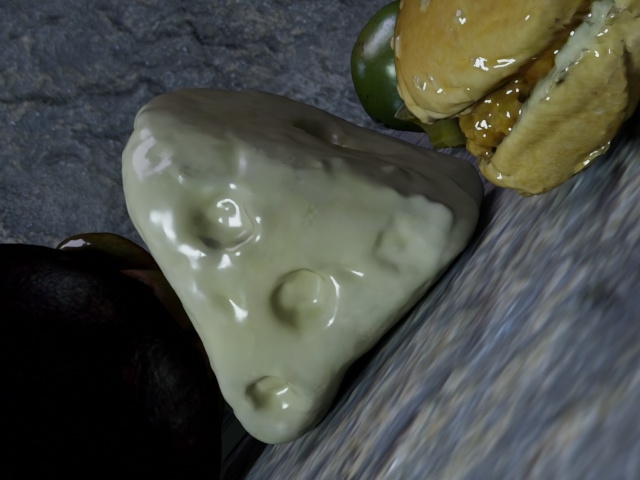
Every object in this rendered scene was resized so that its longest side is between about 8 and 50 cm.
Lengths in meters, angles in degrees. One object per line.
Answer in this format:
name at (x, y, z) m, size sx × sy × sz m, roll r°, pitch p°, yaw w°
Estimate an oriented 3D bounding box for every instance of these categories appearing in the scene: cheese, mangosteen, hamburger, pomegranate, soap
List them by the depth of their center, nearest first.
hamburger at (0.152, -0.167, 0.566) m, size 0.283 × 0.144 × 0.259 m, roll -44°, pitch 5°, yaw 40°
cheese at (-0.046, 0.007, 0.827) m, size 0.251 × 0.247 × 0.173 m, roll -59°, pitch -1°, yaw 21°
mangosteen at (-0.260, 0.153, 1.071) m, size 0.382 × 0.382 × 0.435 m, roll -51°, pitch 10°, yaw 42°
soap at (0.156, -0.165, 1.178) m, size 0.135 × 0.076 × 0.233 m, roll -53°, pitch 4°, yaw 0°
pomegranate at (0.139, -0.233, 1.464) m, size 0.179 × 0.179 × 0.210 m, roll -55°, pitch 20°, yaw -23°

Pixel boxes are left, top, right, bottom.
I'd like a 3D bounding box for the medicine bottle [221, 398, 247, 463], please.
medicine bottle at (-0.115, 0.138, 1.360) m, size 0.141 × 0.137 × 0.250 m, roll -52°, pitch 3°, yaw 19°
